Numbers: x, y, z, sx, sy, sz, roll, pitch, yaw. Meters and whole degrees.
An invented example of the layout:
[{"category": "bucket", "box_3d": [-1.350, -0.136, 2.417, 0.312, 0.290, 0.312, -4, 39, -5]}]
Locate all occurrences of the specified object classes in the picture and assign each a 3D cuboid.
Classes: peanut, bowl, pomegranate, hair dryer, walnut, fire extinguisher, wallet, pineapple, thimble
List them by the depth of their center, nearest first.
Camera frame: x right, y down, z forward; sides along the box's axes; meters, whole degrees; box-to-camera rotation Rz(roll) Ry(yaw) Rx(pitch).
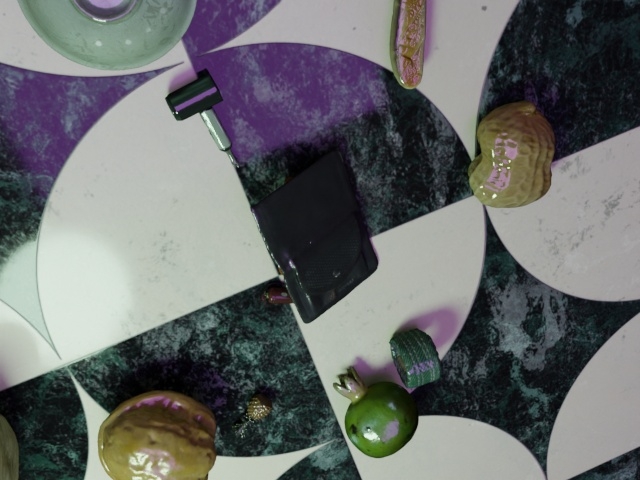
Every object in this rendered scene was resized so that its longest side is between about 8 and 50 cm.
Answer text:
[{"category": "bowl", "box_3d": [-0.359, -0.430, 1.123, 0.313, 0.146, 0.313, -5, 113, -12]}, {"category": "hair dryer", "box_3d": [-0.212, -0.218, 1.311, 0.100, 0.057, 0.198, -29, 122, 0]}, {"category": "wallet", "box_3d": [0.000, 0.000, 1.413, 0.247, 0.041, 0.323, -39, 123, -27]}, {"category": "walnut", "box_3d": [-0.352, 0.439, 1.457, 0.257, 0.224, 0.257, -3, 106, -12]}, {"category": "peanut", "box_3d": [0.418, -0.183, 1.458, 0.196, 0.110, 0.233, -3, 115, -14]}, {"category": "fire extinguisher", "box_3d": [-0.073, 0.121, 1.497, 0.132, 0.039, 0.056, 2, 80, -15]}, {"category": "thimble", "box_3d": [0.224, 0.279, 1.591, 0.090, 0.135, 0.118, -16, 112, -9]}, {"category": "pineapple", "box_3d": [-0.169, 0.418, 1.594, 0.058, 0.058, 0.124, 37, 104, -25]}, {"category": "pomegranate", "box_3d": [0.126, 0.405, 1.611, 0.187, 0.187, 0.225, -41, 90, 5]}]

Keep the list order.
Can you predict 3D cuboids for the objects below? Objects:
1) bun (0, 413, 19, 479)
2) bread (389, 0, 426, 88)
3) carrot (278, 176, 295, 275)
[{"category": "bun", "box_3d": [-0.718, 0.496, 1.326, 0.234, 0.362, 0.326, 2, 76, -19]}, {"category": "bread", "box_3d": [0.169, -0.409, 1.325, 0.073, 0.053, 0.214, -7, 112, -16]}, {"category": "carrot", "box_3d": [-0.058, -0.020, 1.426, 0.067, 0.067, 0.225, 0, 110, -15]}]
